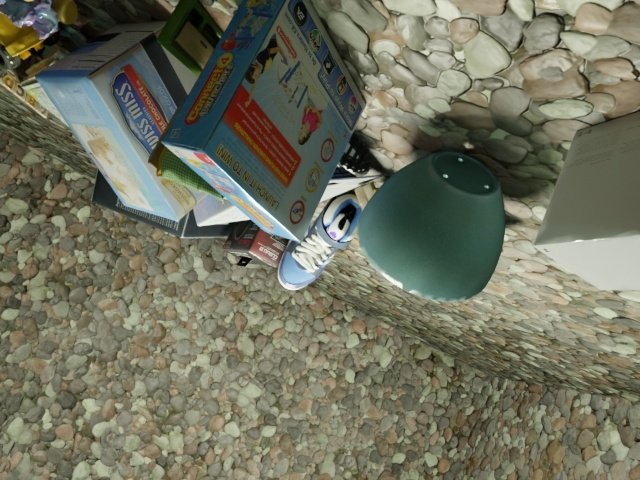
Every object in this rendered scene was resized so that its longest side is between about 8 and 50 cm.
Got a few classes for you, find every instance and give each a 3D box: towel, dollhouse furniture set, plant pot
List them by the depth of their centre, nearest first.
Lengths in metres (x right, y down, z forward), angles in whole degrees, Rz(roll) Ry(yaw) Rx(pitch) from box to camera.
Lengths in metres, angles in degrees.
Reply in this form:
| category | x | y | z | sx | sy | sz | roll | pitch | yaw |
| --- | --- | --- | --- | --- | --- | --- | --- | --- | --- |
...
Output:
| category | x | y | z | sx | sy | sz | roll | pitch | yaw |
| --- | --- | --- | --- | --- | --- | --- | --- | --- | --- |
| dollhouse furniture set | -0.202 | -0.247 | 0.931 | 0.197 | 0.302 | 0.151 | 19 | 168 | 34 |
| plant pot | 0.237 | -0.055 | 1.036 | 0.290 | 0.290 | 0.195 | 24 | 132 | 4 |
| towel | -0.574 | -0.329 | 1.407 | 0.320 | 0.090 | 0.374 | 9 | 152 | 47 |

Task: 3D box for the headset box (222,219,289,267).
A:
| category | x | y | z | sx | sy | sz | roll | pitch | yaw |
| --- | --- | --- | --- | --- | --- | --- | --- | --- | --- |
| headset box | -0.174 | -0.046 | 1.664 | 0.110 | 0.293 | 0.218 | 32 | 166 | -27 |

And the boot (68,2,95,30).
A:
| category | x | y | z | sx | sy | sz | roll | pitch | yaw |
| --- | --- | --- | --- | --- | --- | --- | --- | --- | --- |
| boot | -0.557 | -0.502 | 1.169 | 0.106 | 0.037 | 0.114 | 19 | 176 | -37 |

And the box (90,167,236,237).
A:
| category | x | y | z | sx | sy | sz | roll | pitch | yaw |
| --- | --- | --- | --- | --- | --- | --- | --- | --- | --- |
| box | -0.479 | -0.164 | 1.749 | 0.395 | 0.212 | 0.293 | 19 | -171 | 24 |

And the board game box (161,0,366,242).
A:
| category | x | y | z | sx | sy | sz | roll | pitch | yaw |
| --- | --- | --- | --- | --- | --- | --- | --- | --- | --- |
| board game box | -0.067 | -0.198 | 0.882 | 0.086 | 0.302 | 0.308 | 17 | 164 | 31 |

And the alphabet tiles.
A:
| category | x | y | z | sx | sy | sz | roll | pitch | yaw |
| --- | --- | --- | --- | --- | --- | --- | --- | --- | --- |
| alphabet tiles | -0.797 | -0.471 | 1.419 | 0.009 | 0.198 | 0.237 | -9 | 156 | 13 |

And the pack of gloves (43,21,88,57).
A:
| category | x | y | z | sx | sy | sz | roll | pitch | yaw |
| --- | --- | --- | --- | --- | --- | --- | --- | --- | --- |
| pack of gloves | -0.676 | -0.527 | 1.320 | 0.232 | 0.046 | 0.195 | 30 | 151 | -19 |

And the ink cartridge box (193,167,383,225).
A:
| category | x | y | z | sx | sy | sz | roll | pitch | yaw |
| --- | --- | --- | --- | --- | --- | --- | --- | --- | --- |
| ink cartridge box | -0.076 | -0.122 | 1.257 | 0.330 | 0.071 | 0.324 | -21 | 173 | 42 |

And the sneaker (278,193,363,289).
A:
| category | x | y | z | sx | sy | sz | roll | pitch | yaw |
| --- | --- | --- | --- | --- | --- | --- | --- | --- | --- |
| sneaker | 0.001 | 0.000 | 1.480 | 0.130 | 0.323 | 0.236 | 43 | 174 | 1 |

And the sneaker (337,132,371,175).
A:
| category | x | y | z | sx | sy | sz | roll | pitch | yaw |
| --- | --- | --- | --- | --- | --- | --- | --- | --- | --- |
| sneaker | 0.006 | -0.217 | 1.174 | 0.234 | 0.078 | 0.106 | 32 | 168 | -12 |

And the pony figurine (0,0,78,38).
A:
| category | x | y | z | sx | sy | sz | roll | pitch | yaw |
| --- | --- | --- | --- | --- | --- | --- | --- | --- | --- |
| pony figurine | -0.593 | -0.491 | 0.897 | 0.363 | 0.303 | 0.351 | 27 | 135 | 7 |

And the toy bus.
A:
| category | x | y | z | sx | sy | sz | roll | pitch | yaw |
| --- | --- | --- | --- | --- | --- | --- | --- | --- | --- |
| toy bus | -0.739 | -0.501 | 1.221 | 0.220 | 0.149 | 0.211 | -2 | 132 | 45 |

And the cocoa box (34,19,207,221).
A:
| category | x | y | z | sx | sy | sz | roll | pitch | yaw |
| --- | --- | --- | --- | --- | --- | --- | --- | --- | --- |
| cocoa box | -0.372 | -0.253 | 1.149 | 0.231 | 0.228 | 0.347 | 14 | 141 | 39 |

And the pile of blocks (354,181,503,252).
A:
| category | x | y | z | sx | sy | sz | roll | pitch | yaw |
| --- | --- | --- | --- | --- | --- | --- | --- | --- | --- |
| pile of blocks | 0.260 | -0.061 | 1.280 | 0.362 | 0.149 | 0.112 | 30 | -160 | 8 |

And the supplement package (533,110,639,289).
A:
| category | x | y | z | sx | sy | sz | roll | pitch | yaw |
| --- | --- | --- | --- | --- | --- | --- | --- | --- | --- |
| supplement package | 0.442 | -0.053 | 0.732 | 0.149 | 0.203 | 0.194 | 29 | 167 | -16 |
